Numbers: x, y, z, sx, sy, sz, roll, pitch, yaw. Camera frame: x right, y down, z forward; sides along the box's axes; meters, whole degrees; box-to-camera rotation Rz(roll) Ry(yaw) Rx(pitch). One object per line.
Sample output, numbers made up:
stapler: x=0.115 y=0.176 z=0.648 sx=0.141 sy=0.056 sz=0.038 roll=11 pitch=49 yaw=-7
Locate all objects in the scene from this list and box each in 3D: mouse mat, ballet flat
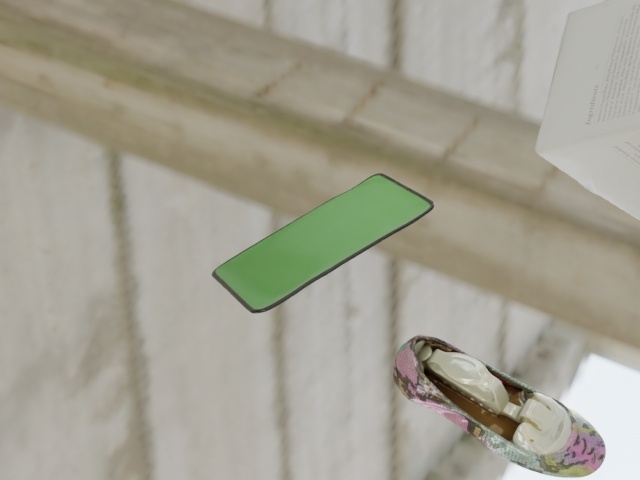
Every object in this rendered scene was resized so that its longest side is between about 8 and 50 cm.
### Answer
mouse mat: x=0.000 y=0.000 z=1.635 sx=0.190 sy=0.152 sz=0.007 roll=-30 pitch=-69 yaw=-10
ballet flat: x=0.170 y=0.155 z=1.723 sx=0.077 sy=0.222 sz=0.079 roll=-58 pitch=-9 yaw=-23

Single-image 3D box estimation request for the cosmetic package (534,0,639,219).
cosmetic package: x=0.316 y=-0.125 z=1.614 sx=0.151 sy=0.184 sz=0.151 roll=30 pitch=-115 yaw=-32
